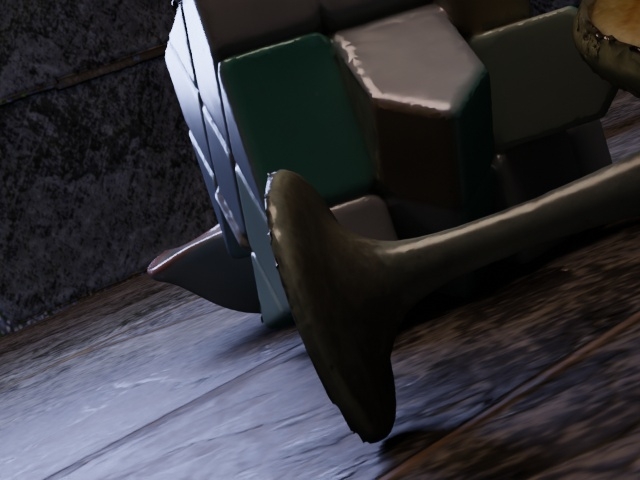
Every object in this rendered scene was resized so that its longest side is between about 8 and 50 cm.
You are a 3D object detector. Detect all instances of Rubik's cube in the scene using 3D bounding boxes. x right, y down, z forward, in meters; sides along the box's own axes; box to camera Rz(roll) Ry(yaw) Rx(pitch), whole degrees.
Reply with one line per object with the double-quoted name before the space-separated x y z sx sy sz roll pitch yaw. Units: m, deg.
"Rubik's cube" 0.044 -0.077 0.979 0.213 0.224 0.265 -17 -3 -10

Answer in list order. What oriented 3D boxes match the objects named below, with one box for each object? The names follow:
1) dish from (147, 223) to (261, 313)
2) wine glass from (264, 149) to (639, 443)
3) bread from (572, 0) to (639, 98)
"dish" 0.000 0.000 1.234 0.229 0.081 0.229 -26 4 2
"wine glass" 0.119 -0.107 0.616 0.309 0.264 0.096 -22 -22 12
"bread" 0.249 -0.101 0.848 0.267 0.040 0.267 -6 20 2
